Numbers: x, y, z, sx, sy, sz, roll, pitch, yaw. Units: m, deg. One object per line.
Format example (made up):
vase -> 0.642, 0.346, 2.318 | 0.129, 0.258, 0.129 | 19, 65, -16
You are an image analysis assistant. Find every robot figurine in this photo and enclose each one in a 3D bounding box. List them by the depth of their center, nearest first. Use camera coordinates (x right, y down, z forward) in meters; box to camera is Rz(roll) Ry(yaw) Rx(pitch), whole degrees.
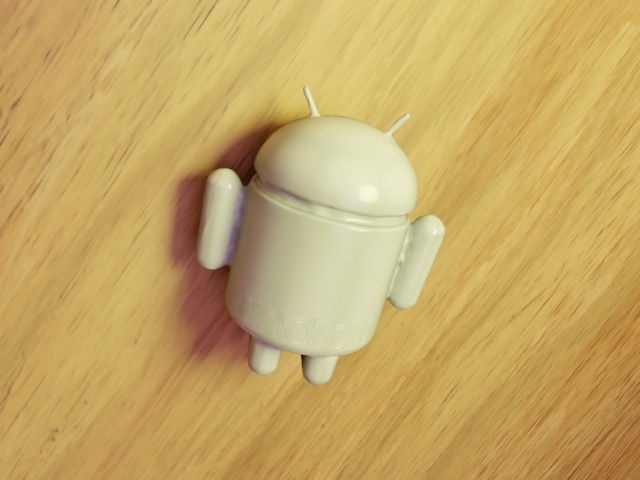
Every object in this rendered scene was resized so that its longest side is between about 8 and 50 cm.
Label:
robot figurine -> 0.000, 0.000, 0.778 | 0.300, 0.200, 0.353 | 10, 109, -12
